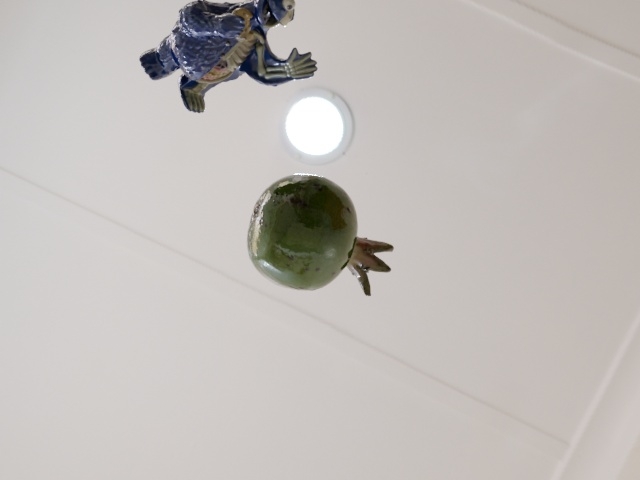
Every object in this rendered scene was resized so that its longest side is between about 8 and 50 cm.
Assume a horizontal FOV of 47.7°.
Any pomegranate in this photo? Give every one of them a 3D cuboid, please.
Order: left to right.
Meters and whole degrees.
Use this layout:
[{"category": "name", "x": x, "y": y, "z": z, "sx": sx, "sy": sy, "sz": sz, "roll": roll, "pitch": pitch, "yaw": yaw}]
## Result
[{"category": "pomegranate", "x": 0.000, "y": 0.000, "z": 1.092, "sx": 0.224, "sy": 0.181, "sz": 0.181, "roll": 23, "pitch": -83, "yaw": -23}]

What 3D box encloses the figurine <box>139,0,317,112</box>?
[{"category": "figurine", "x": -0.134, "y": -0.293, "z": 1.049, "sx": 0.262, "sy": 0.164, "sz": 0.121, "roll": -13, "pitch": -125, "yaw": 26}]
